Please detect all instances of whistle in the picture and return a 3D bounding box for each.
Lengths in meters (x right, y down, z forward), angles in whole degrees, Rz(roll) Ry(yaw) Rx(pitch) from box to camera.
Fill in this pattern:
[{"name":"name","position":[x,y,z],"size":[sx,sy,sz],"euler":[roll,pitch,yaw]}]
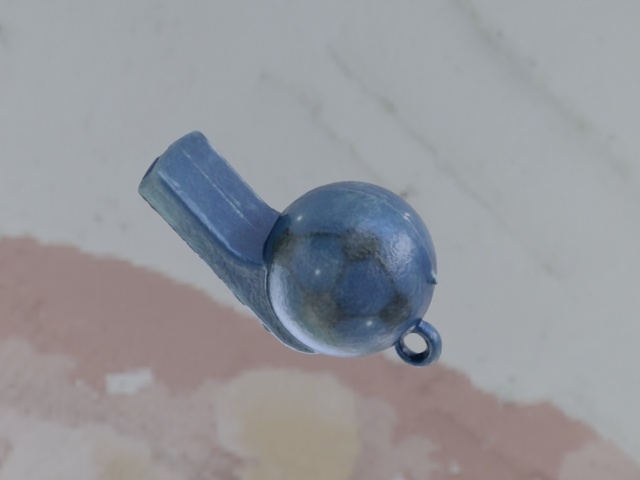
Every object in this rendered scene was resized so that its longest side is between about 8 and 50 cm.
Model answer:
[{"name":"whistle","position":[0.000,0.000,0.911],"size":[0.090,0.090,0.158],"euler":[-39,-82,26]}]
